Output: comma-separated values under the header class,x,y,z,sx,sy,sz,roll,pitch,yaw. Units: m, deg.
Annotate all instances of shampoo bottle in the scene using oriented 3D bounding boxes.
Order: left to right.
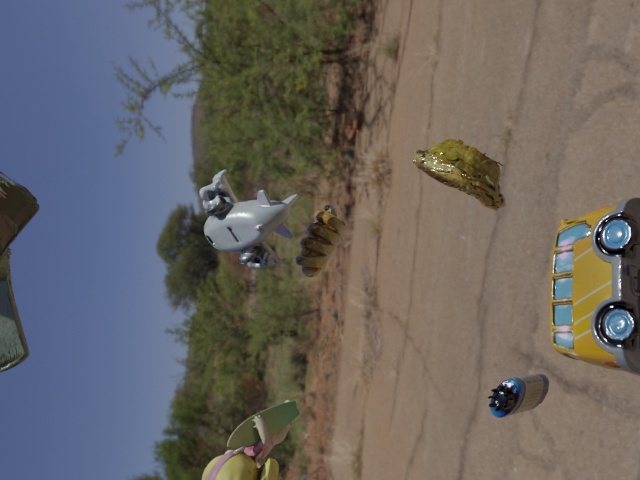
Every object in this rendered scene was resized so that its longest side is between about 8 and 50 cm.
class,x,y,z,sx,sy,sz,roll,pitch,yaw
shampoo bottle,0.392,0.308,1.177,0.050,0.183,0.087,41,112,38

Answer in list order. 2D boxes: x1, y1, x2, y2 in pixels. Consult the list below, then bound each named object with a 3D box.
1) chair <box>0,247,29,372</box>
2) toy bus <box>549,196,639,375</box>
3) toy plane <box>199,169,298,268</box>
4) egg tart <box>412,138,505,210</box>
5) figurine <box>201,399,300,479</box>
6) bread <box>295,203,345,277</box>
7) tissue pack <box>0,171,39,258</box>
class,x,y,z,sx,sy,sz,roll,pitch,yaw
chair,-0.521,0.019,0.805,0.186,0.160,0.319,95,158,-64
toy bus,0.361,0.059,0.735,0.136,0.126,0.210,-12,69,57
toy plane,-0.162,-0.042,1.314,0.118,0.252,0.252,-54,-19,-45
egg tart,0.381,-0.187,1.566,0.116,0.294,0.295,-62,12,8
figurine,-0.070,0.251,0.691,0.187,0.083,0.083,-32,-50,-63
bread,0.000,0.000,1.374,0.177,0.084,0.119,-64,2,-2
tissue pack,-0.315,-0.017,0.499,0.090,0.103,0.170,-47,24,1
